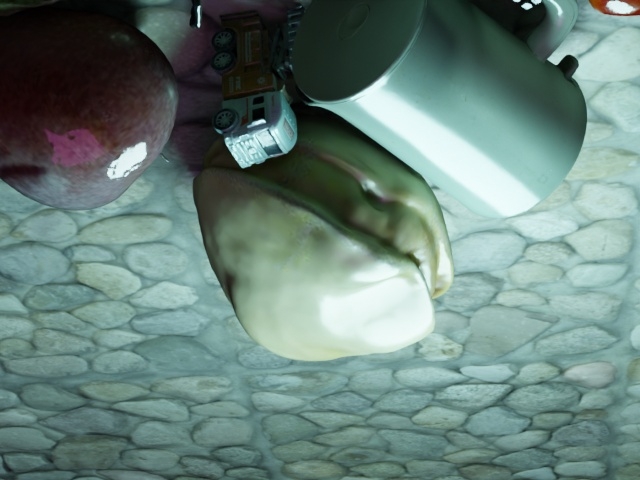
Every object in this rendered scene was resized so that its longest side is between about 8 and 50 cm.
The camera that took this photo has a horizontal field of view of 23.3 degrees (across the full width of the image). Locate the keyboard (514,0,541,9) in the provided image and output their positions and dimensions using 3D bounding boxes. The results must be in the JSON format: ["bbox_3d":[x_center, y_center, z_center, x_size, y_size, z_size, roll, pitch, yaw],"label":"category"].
[{"bbox_3d":[0.305,-0.331,1.587,0.106,0.027,0.317,25,141,-37],"label":"keyboard"}]

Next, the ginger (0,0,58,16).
[{"bbox_3d":[-0.301,-0.308,1.685,0.290,0.089,0.137,-12,174,18],"label":"ginger"}]

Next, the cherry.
[{"bbox_3d":[-0.305,-0.162,1.820,0.307,0.221,0.261,32,142,-20],"label":"cherry"}]

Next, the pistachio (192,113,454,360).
[{"bbox_3d":[0.000,0.000,2.008,0.365,0.281,0.445,28,161,3],"label":"pistachio"}]

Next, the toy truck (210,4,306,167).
[{"bbox_3d":[-0.063,-0.180,1.823,0.115,0.177,0.080,-10,149,14],"label":"toy truck"}]

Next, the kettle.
[{"bbox_3d":[0.162,-0.190,1.788,0.265,0.205,0.318,-22,141,37],"label":"kettle"}]

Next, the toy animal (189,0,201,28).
[{"bbox_3d":[-0.170,-0.378,1.509,0.272,0.160,0.197,37,158,9],"label":"toy animal"}]

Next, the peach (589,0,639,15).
[{"bbox_3d":[0.344,-0.295,1.711,0.101,0.100,0.100,0,150,0],"label":"peach"}]
